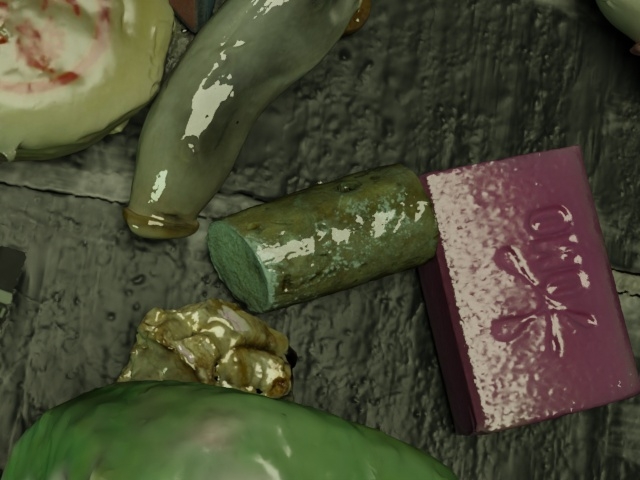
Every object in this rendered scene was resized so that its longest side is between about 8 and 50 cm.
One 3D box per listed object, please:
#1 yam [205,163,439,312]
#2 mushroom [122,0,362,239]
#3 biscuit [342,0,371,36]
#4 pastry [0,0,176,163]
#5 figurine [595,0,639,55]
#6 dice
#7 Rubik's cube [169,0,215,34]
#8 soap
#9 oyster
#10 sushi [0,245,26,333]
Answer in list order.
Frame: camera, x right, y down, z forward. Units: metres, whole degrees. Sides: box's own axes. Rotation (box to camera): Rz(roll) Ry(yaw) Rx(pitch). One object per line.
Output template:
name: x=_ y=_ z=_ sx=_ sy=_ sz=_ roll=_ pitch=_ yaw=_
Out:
yam: x=0.000 y=0.000 z=1.103 sx=0.194 sy=0.107 sz=0.107 roll=-17 pitch=87 yaw=-17
mushroom: x=-0.072 y=-0.154 z=1.083 sx=0.109 sy=0.097 sz=0.351 roll=36 pitch=89 yaw=-42
biscuit: x=0.023 y=-0.351 z=1.184 sx=0.183 sy=0.047 sz=0.320 roll=4 pitch=86 yaw=-25
pastry: x=-0.255 y=-0.191 z=1.049 sx=0.264 sy=0.133 sz=0.265 roll=3 pitch=81 yaw=-20
figurine: x=0.392 y=-0.214 z=1.244 sx=0.155 sy=0.127 sz=0.236 roll=-37 pitch=98 yaw=-27
dice: x=-0.085 y=0.291 z=0.895 sx=0.330 sy=0.322 sz=0.318 roll=20 pitch=67 yaw=-22
Rubik's cube: x=-0.146 y=-0.376 z=1.101 sx=0.233 sy=0.228 sz=0.228 roll=-41 pitch=51 yaw=17
soap: x=0.194 y=0.045 z=1.164 sx=0.181 sy=0.081 sz=0.260 roll=-10 pitch=84 yaw=-17
oyster: x=-0.114 y=0.133 z=1.069 sx=0.191 sy=0.081 sz=0.163 roll=-36 pitch=102 yaw=-4
sushi: x=-0.384 y=0.065 z=1.011 sx=0.215 sy=0.050 sz=0.192 roll=18 pitch=94 yaw=-25
